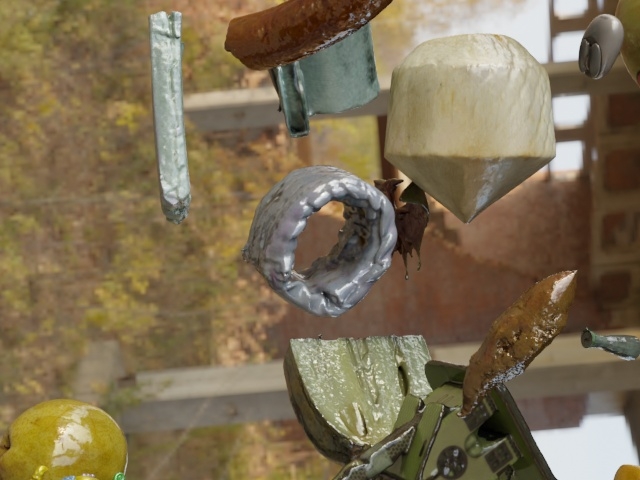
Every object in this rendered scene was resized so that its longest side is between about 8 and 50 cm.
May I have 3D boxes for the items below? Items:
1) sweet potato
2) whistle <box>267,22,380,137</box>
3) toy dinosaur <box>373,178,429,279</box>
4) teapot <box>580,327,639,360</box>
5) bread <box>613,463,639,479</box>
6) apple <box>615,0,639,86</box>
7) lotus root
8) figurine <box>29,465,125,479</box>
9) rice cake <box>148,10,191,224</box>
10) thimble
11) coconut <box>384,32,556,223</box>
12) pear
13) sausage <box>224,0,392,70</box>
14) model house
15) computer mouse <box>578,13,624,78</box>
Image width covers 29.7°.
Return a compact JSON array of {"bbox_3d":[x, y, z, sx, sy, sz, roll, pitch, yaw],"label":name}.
[{"bbox_3d":[0.205,0.110,1.283,0.206,0.060,0.068,-53,-151,20],"label":"sweet potato"},{"bbox_3d":[-0.028,-0.301,2.098,0.405,0.188,0.168,-42,129,-55],"label":"whistle"},{"bbox_3d":[0.127,-0.025,2.259,0.327,0.112,0.207,-171,-106,-69],"label":"toy dinosaur"},{"bbox_3d":[0.489,0.174,2.048,0.043,0.110,0.043,-37,-133,53],"label":"teapot"},{"bbox_3d":[0.526,0.499,2.065,0.074,0.092,0.239,98,14,-66],"label":"bread"},{"bbox_3d":[0.623,-0.345,2.032,0.194,0.260,0.261,-20,-111,48],"label":"apple"},{"bbox_3d":[0.085,0.308,2.133,0.149,0.267,0.260,109,-28,-43],"label":"lotus root"},{"bbox_3d":[-0.350,0.366,1.733,0.095,0.156,0.115,-154,-122,-63],"label":"figurine"},{"bbox_3d":[-0.163,-0.128,1.314,0.124,0.038,0.211,116,-30,-78],"label":"rice cake"},{"bbox_3d":[0.000,-0.003,1.271,0.151,0.127,0.118,-56,-159,0],"label":"thimble"},{"bbox_3d":[0.253,-0.189,2.084,0.329,0.328,0.329,-5,90,-89],"label":"coconut"},{"bbox_3d":[-0.423,0.357,1.952,0.209,0.208,0.209,-5,90,-89],"label":"pear"},{"bbox_3d":[0.015,-0.291,1.443,0.076,0.302,0.103,-1,65,-59],"label":"sausage"},{"bbox_3d":[0.134,0.325,1.609,0.218,0.278,0.205,59,-20,-11],"label":"model house"},{"bbox_3d":[0.412,-0.289,1.793,0.066,0.039,0.096,42,-66,52],"label":"computer mouse"}]
